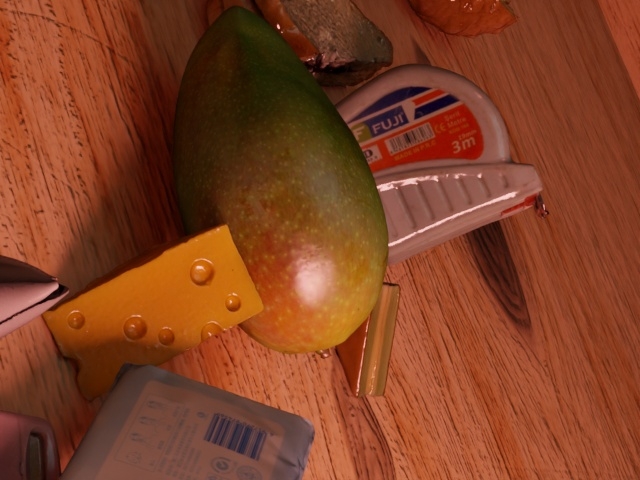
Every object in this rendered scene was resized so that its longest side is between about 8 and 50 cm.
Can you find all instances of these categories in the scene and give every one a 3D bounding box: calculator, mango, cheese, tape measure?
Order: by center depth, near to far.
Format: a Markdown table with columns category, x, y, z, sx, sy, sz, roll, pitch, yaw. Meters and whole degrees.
| category | x | y | z | sx | sy | sz | roll | pitch | yaw |
| --- | --- | --- | --- | --- | --- | --- | --- | --- | --- |
| calculator | -0.256 | 0.171 | 0.865 | 0.175 | 0.032 | 0.100 | 24 | 49 | -49 |
| cheese | -0.163 | 0.068 | 1.052 | 0.171 | 0.126 | 0.093 | -30 | 100 | -42 |
| mango | -0.051 | -0.067 | 1.187 | 0.225 | 0.201 | 0.381 | 61 | 12 | -71 |
| tape measure | 0.127 | -0.094 | 1.462 | 0.125 | 0.243 | 0.246 | 65 | 3 | -75 |

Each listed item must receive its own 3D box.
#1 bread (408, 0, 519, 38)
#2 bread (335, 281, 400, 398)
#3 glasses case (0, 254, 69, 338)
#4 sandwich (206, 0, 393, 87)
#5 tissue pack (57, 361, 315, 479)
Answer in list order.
| category | x | y | z | sx | sy | sz | roll | pitch | yaw |
| --- | --- | --- | --- | --- | --- | --- | --- | --- | --- |
| bread | 0.227 | -0.431 | 1.979 | 0.229 | 0.140 | 0.143 | 35 | 38 | -41 |
| bread | 0.037 | 0.113 | 1.390 | 0.074 | 0.084 | 0.139 | 0 | 98 | -58 |
| glasses case | -0.305 | 0.069 | 0.774 | 0.308 | 0.128 | 0.083 | -17 | 106 | -60 |
| sandwich | -0.020 | -0.263 | 1.502 | 0.288 | 0.100 | 0.254 | 43 | 29 | -32 |
| tissue pack | -0.113 | 0.214 | 0.886 | 0.177 | 0.089 | 0.263 | 18 | 29 | 1 |
